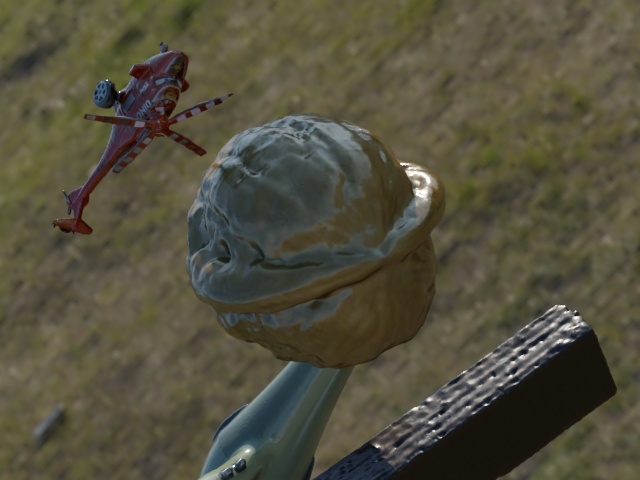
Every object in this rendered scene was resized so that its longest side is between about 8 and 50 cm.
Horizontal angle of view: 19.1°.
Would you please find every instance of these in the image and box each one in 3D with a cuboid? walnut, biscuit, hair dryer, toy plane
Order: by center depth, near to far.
[{"bbox_3d":[0.000,0.000,1.686,0.257,0.224,0.257,-18,17,6],"label":"walnut"},{"bbox_3d":[-0.168,-0.089,1.705,0.077,0.126,0.194,64,145,40],"label":"toy plane"},{"bbox_3d":[-0.048,0.197,2.042,0.296,0.119,0.298,-54,-9,-3],"label":"hair dryer"},{"bbox_3d":[0.145,0.223,2.056,0.388,0.107,0.073,-34,35,-11],"label":"biscuit"}]
